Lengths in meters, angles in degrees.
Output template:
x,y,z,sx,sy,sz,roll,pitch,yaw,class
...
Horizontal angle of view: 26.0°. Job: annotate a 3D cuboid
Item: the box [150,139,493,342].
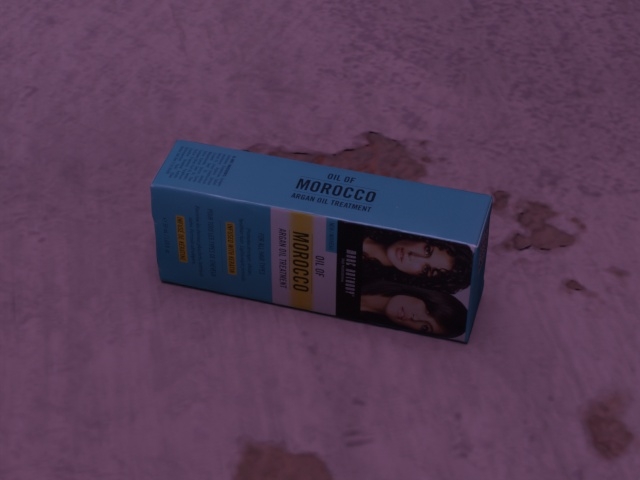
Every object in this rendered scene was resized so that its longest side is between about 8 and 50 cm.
x,y,z,sx,sy,sz,roll,pitch,yaw,class
0.000,0.000,1.031,0.244,0.100,0.060,11,43,12,box
